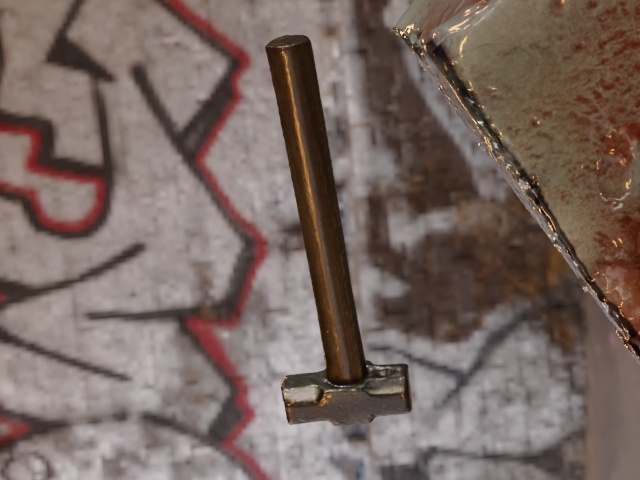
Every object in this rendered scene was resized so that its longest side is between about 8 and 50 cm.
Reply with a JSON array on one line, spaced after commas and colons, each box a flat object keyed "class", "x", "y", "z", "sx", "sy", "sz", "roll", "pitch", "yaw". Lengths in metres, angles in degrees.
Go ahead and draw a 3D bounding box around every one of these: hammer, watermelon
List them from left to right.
[{"class": "hammer", "x": 0.000, "y": 0.000, "z": 1.302, "sx": 0.043, "sy": 0.111, "sz": 0.365, "roll": -87, "pitch": -11, "yaw": -58}, {"class": "watermelon", "x": 0.163, "y": -0.087, "z": 0.791, "sx": 0.289, "sy": 0.213, "sz": 0.320, "roll": -39, "pitch": 58, "yaw": 36}]
